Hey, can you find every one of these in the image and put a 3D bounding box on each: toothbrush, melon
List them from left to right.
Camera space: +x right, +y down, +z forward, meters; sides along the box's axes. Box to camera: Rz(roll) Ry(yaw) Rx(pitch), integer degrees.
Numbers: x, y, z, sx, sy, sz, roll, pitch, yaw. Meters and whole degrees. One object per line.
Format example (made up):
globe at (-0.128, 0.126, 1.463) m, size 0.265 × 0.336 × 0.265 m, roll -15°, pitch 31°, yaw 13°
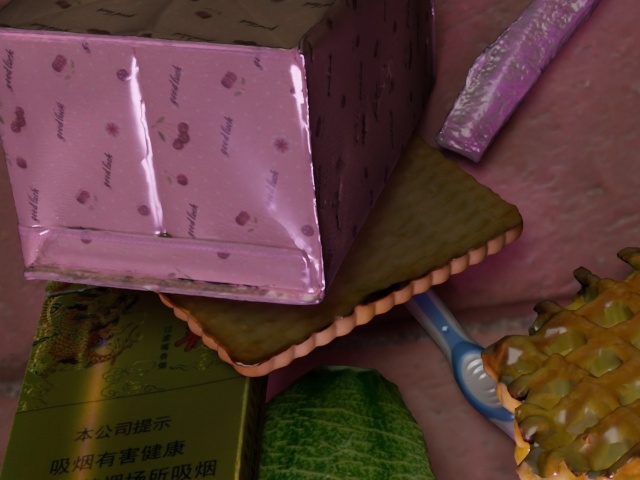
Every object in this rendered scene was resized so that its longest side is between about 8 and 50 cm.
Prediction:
melon at (-0.004, 0.220, 1.085) m, size 0.196 × 0.124 × 0.323 m, roll 1°, pitch 67°, yaw 11°
toothbrush at (0.111, 0.092, 1.157) m, size 0.040 × 0.040 × 0.386 m, roll -36°, pitch 61°, yaw -2°

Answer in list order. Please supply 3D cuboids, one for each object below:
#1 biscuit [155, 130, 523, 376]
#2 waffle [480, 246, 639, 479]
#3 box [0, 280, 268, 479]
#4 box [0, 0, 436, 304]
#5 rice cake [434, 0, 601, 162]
biscuit at (0.000, 0.000, 1.172) m, size 0.255 × 0.029 × 0.172 m, roll -26°, pitch 47°, yaw -27°
waffle at (0.261, 0.074, 1.029) m, size 0.329 × 0.062 × 0.329 m, roll -15°, pitch 23°, yaw 7°
box at (-0.121, 0.090, 1.154) m, size 0.173 × 0.043 × 0.311 m, roll -10°, pitch 39°, yaw 12°
box at (-0.063, -0.120, 1.149) m, size 0.225 × 0.190 × 0.297 m, roll 5°, pitch 35°, yaw 17°
rice cake at (0.159, -0.143, 1.254) m, size 0.047 × 0.036 × 0.206 m, roll 35°, pitch 78°, yaw 22°
